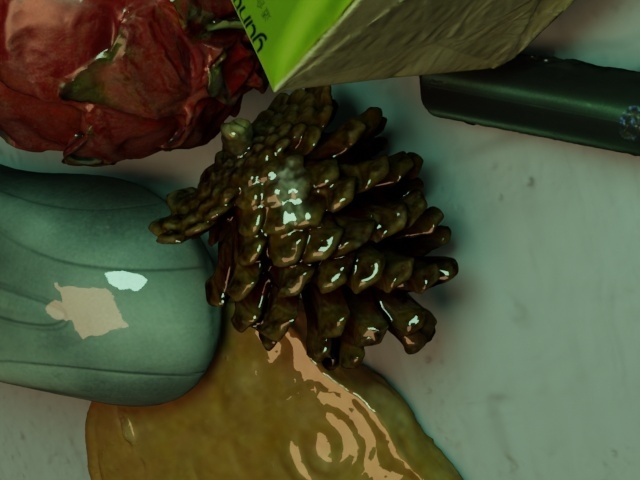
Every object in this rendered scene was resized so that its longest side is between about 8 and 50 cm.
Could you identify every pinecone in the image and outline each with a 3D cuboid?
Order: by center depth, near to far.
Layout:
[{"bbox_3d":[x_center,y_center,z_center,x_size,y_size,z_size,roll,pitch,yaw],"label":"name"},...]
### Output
[{"bbox_3d":[0.000,0.001,1.101,0.186,0.168,0.212,-34,92,21],"label":"pinecone"}]

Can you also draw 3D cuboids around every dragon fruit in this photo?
[{"bbox_3d":[-0.159,-0.167,1.092,0.299,0.244,0.244,-25,95,20],"label":"dragon fruit"}]

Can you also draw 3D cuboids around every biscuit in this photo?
[{"bbox_3d":[-0.038,0.249,1.300,0.365,0.062,0.385,-38,87,37],"label":"biscuit"}]

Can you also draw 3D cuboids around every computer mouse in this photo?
[{"bbox_3d":[-0.246,0.032,1.286,0.371,0.122,0.188,14,104,39],"label":"computer mouse"}]

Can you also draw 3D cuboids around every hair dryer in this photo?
[{"bbox_3d":[0.183,-0.130,0.980,0.303,0.116,0.244,13,114,36],"label":"hair dryer"}]

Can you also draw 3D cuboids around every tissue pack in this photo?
[{"bbox_3d":[0.024,-0.246,0.915,0.167,0.200,0.274,-44,66,43],"label":"tissue pack"}]
